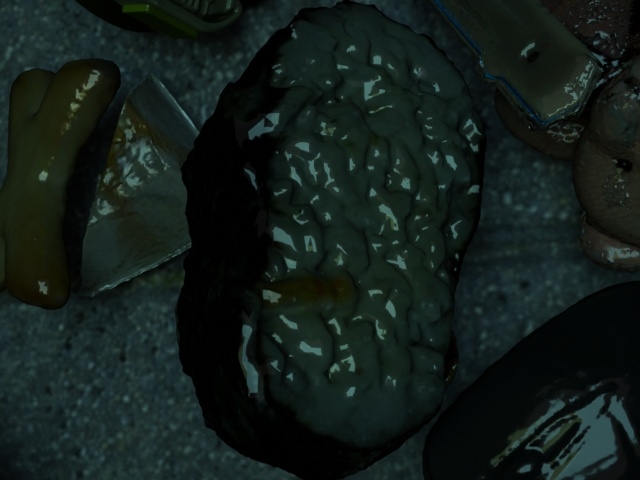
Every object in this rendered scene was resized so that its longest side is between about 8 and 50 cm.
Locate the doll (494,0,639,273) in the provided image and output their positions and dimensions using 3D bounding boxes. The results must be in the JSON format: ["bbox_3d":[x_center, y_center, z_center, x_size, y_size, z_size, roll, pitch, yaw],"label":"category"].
[{"bbox_3d":[0.219,-0.136,0.708,0.201,0.156,0.303,-37,73,17],"label":"doll"}]

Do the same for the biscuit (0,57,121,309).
[{"bbox_3d":[-0.242,-0.051,0.793,0.164,0.047,0.208,3,79,50],"label":"biscuit"}]

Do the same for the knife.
[{"bbox_3d":[0.096,-0.210,0.739,0.089,0.043,0.365,-49,53,22],"label":"knife"}]

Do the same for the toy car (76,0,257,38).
[{"bbox_3d":[-0.158,-0.302,0.795,0.198,0.204,0.248,9,86,34],"label":"toy car"}]

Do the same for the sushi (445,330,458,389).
[{"bbox_3d":[0.086,0.093,0.751,0.050,0.047,0.099,7,86,8],"label":"sushi"}]

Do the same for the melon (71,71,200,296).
[{"bbox_3d":[-0.139,-0.036,0.790,0.139,0.093,0.202,19,92,4],"label":"melon"}]

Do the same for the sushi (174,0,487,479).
[{"bbox_3d":[0.000,0.000,0.696,0.211,0.171,0.350,11,71,-22],"label":"sushi"}]

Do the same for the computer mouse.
[{"bbox_3d":[0.195,0.122,0.679,0.269,0.086,0.137,-39,66,-10],"label":"computer mouse"}]
